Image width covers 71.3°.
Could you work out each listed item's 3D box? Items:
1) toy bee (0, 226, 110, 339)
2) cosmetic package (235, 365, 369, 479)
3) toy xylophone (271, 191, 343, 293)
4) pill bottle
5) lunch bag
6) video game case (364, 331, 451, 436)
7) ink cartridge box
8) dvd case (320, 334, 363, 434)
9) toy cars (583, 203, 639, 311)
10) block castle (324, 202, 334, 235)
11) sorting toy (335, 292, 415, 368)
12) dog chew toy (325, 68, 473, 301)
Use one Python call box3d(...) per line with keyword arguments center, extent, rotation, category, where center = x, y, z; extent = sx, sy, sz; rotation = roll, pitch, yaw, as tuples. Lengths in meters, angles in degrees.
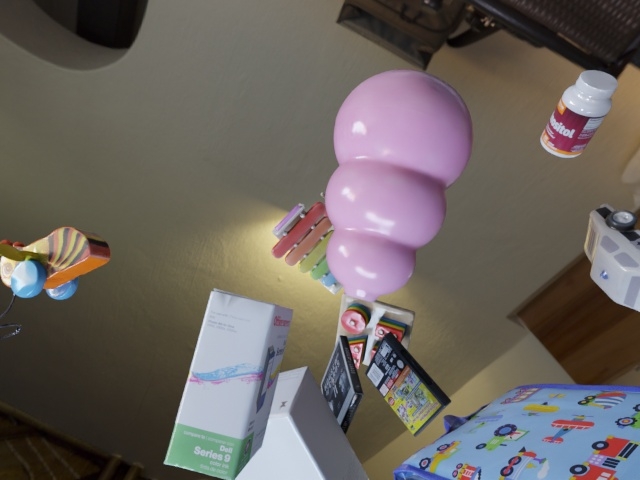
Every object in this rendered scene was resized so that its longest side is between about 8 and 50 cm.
box3d(center=(-0.565, 0.045, 0.869), extent=(0.299, 0.195, 0.162), rotation=(-28, -108, -11), category="toy bee")
box3d(center=(-0.054, 0.489, 0.977), extent=(0.384, 0.218, 0.156), rotation=(67, -158, -14), category="cosmetic package")
box3d(center=(0.000, 0.000, 1.331), extent=(0.323, 0.236, 0.081), rotation=(39, 177, -34), category="toy xylophone")
box3d(center=(0.493, -0.240, 0.853), extent=(0.086, 0.151, 0.085), rotation=(1, -128, -1), category="pill bottle")
box3d(center=(0.232, 0.234, 0.470), extent=(0.221, 0.293, 0.137), rotation=(-20, -84, -28), category="lunch bag")
box3d(center=(0.249, 0.435, 1.338), extent=(0.035, 0.274, 0.248), rotation=(-26, -121, -27), category="video game case")
box3d(center=(-0.112, 0.182, 0.603), extent=(0.093, 0.154, 0.212), rotation=(10, -101, 7), category="ink cartridge box")
box3d(center=(0.051, 0.390, 1.177), extent=(0.030, 0.179, 0.238), rotation=(14, -160, -13), category="dvd case")
box3d(center=(0.452, 0.136, 0.602), extent=(0.087, 0.176, 0.393), rotation=(-20, -98, 0), category="toy cars")
box3d(center=(0.146, 0.001, 1.745), extent=(0.304, 0.453, 0.212), rotation=(2, -116, -4), category="block castle")
box3d(center=(0.170, 0.337, 1.535), extent=(0.256, 0.256, 0.089), rotation=(15, -156, 20), category="sorting toy")
box3d(center=(0.099, -0.074, 0.661), extent=(0.207, 0.207, 0.331), rotation=(18, -97, -19), category="dog chew toy")
